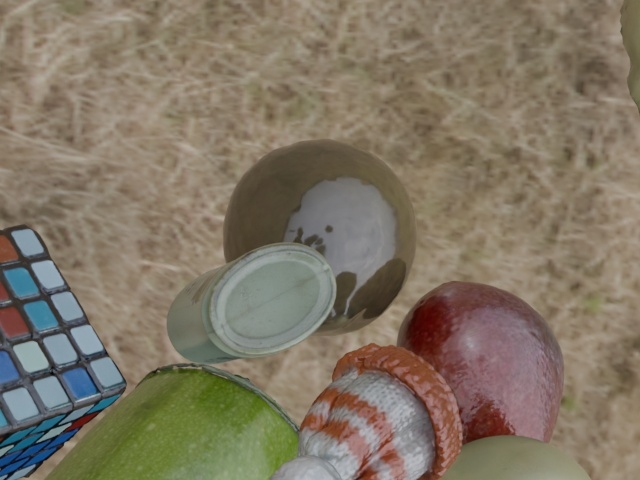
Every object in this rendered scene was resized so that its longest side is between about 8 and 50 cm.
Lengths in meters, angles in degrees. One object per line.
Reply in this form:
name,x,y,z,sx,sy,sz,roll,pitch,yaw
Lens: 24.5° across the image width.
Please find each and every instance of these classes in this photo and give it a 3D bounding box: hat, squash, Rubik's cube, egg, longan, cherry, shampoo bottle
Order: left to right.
Rubik's cube,-0.316,0.114,1.271,0.182,0.184,0.187,-14,67,-55
squash,-0.199,0.336,1.661,0.384,0.263,0.263,-51,122,-49
shampoo bottle,-0.073,0.062,1.319,0.118,0.234,0.087,-29,92,-18
longan,0.000,0.000,1.811,0.258,0.258,0.258,-5,100,-28
hat,0.020,0.146,1.025,0.162,0.093,0.112,-34,79,-38
cherry,0.195,0.178,1.847,0.239,0.206,0.239,-9,100,-63
egg,0.208,0.309,1.639,0.186,0.241,0.186,3,84,-32

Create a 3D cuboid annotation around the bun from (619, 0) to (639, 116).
bun,0.289,-0.101,0.780,0.259,0.152,0.259,19,54,-28
